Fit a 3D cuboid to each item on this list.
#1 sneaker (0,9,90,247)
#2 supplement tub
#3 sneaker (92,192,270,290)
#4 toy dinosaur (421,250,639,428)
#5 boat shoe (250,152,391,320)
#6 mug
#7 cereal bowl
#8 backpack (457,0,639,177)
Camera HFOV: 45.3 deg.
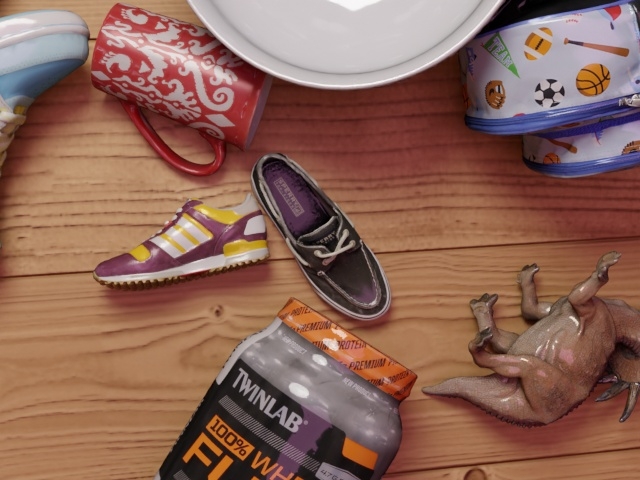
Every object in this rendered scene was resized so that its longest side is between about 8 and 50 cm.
[{"bbox_3d":[-0.336,-0.075,0.756,0.318,0.127,0.208,-28,92,3],"label":"sneaker"},{"bbox_3d":[-0.049,0.227,0.756,0.193,0.193,0.316,32,86,-6],"label":"supplement tub"},{"bbox_3d":[-0.149,0.001,0.812,0.185,0.069,0.084,-10,83,-13],"label":"sneaker"},{"bbox_3d":[0.269,0.136,0.839,0.295,0.127,0.200,-33,101,-1],"label":"toy dinosaur"},{"bbox_3d":[0.000,0.000,0.824,0.077,0.070,0.219,-40,95,-6],"label":"boat shoe"},{"bbox_3d":[-0.144,-0.155,0.788,0.169,0.113,0.150,20,86,-4],"label":"mug"},{"bbox_3d":[0.026,-0.310,0.706,0.338,0.141,0.339,1,102,7],"label":"cereal bowl"},{"bbox_3d":[0.270,-0.177,0.780,0.263,0.276,0.213,-6,98,0],"label":"backpack"}]
